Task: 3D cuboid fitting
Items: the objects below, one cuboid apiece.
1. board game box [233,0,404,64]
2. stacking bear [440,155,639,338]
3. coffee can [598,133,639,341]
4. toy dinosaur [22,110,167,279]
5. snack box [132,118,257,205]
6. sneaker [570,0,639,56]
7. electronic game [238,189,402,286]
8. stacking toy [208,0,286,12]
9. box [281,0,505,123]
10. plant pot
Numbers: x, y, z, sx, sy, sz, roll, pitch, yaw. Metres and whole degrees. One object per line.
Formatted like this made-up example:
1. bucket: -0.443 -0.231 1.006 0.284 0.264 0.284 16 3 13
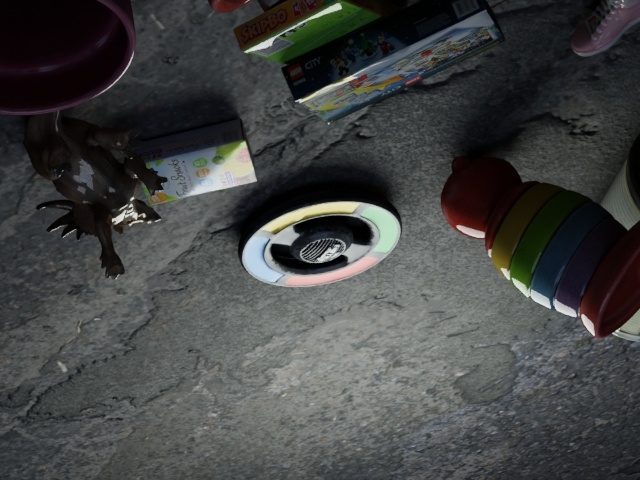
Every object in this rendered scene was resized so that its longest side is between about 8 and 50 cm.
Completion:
1. board game box: 0.014 -0.231 1.837 0.124 0.039 0.259 -25 167 20
2. stacking bear: 0.287 -0.011 2.176 0.164 0.289 0.175 -42 152 -29
3. coffee can: 0.476 -0.012 2.295 0.201 0.202 0.275 -4 149 -15
4. toy dinosaur: -0.287 -0.085 1.965 0.127 0.200 0.296 -40 125 -16
5. snack box: -0.156 -0.096 2.067 0.141 0.037 0.100 -13 149 0
6. sneaker: 0.340 -0.273 1.951 0.134 0.051 0.070 -32 144 24
7. electronic game: 0.000 0.000 2.283 0.229 0.048 0.229 -10 150 -6
8. stacking toy: 0.002 -0.352 1.623 0.309 0.130 0.279 -30 179 4
9. box: 0.085 -0.211 1.875 0.233 0.044 0.159 -25 170 10
10. plant pot: -0.287 -0.250 1.609 0.201 0.180 0.201 -9 150 -6
